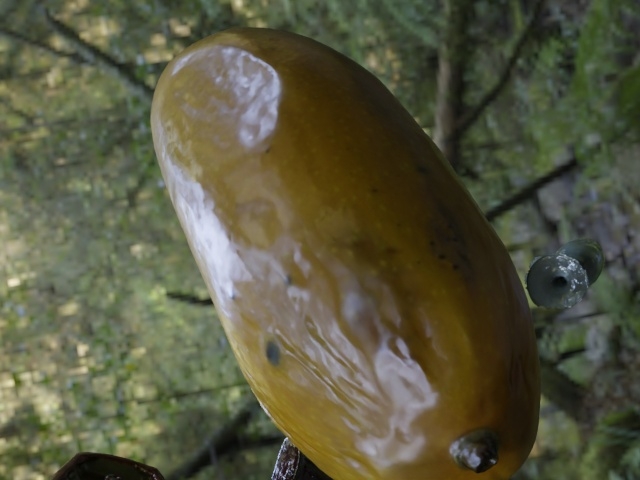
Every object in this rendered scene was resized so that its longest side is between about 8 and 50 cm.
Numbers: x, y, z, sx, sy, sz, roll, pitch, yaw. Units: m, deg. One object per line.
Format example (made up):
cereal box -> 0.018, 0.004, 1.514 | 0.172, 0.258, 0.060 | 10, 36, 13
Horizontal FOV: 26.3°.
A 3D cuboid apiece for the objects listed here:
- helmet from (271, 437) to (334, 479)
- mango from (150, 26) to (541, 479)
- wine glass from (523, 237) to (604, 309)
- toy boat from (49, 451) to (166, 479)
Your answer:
helmet -> -0.010, 0.309, 1.511 | 0.155, 0.106, 0.175 | 120, 162, -47
mango -> -0.001, -0.004, 0.734 | 0.359, 0.144, 0.187 | 56, 157, 38
wine glass -> 0.309, 0.034, 1.681 | 0.262, 0.074, 0.074 | -19, -80, -71
toy boat -> -0.196, 0.280, 1.212 | 0.392, 0.136, 0.079 | -109, 33, -78
